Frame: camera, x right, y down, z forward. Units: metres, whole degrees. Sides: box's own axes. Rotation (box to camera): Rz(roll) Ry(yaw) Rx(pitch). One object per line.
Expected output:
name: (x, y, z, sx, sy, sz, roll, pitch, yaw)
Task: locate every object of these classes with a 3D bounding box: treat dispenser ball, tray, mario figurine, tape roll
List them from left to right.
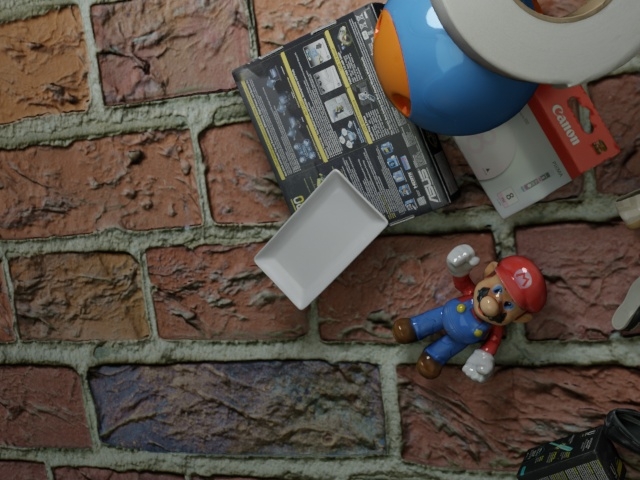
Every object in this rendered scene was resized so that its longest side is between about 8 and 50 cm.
tray: (0.000, 0.000, 1.752, 0.145, 0.030, 0.270, 46, 118, 4)
treat dispenser ball: (0.230, -0.317, 1.520, 0.288, 0.288, 0.288, 6, 106, 23)
mario figurine: (0.270, 0.138, 1.682, 0.198, 0.170, 0.320, 32, 128, -24)
tape roll: (0.341, -0.419, 1.332, 0.392, 0.072, 0.392, -2, 101, -9)

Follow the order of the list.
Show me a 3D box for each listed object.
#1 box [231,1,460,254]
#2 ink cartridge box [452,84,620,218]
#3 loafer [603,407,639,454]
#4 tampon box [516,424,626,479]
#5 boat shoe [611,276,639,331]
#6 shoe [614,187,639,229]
box: (0.047, -0.204, 1.740, 0.318, 0.097, 0.394, -21, 95, 25)
ink cartridge box: (0.377, -0.173, 1.625, 0.232, 0.066, 0.189, -31, 89, 31)
loafer: (0.616, 0.364, 1.633, 0.223, 0.076, 0.078, 23, 152, 19)
tampon box: (0.467, 0.432, 1.701, 0.161, 0.120, 0.101, -27, 91, 27)
boat shoe: (0.566, 0.109, 1.621, 0.125, 0.038, 0.046, -62, 34, 18)
shoe: (0.596, -0.092, 1.534, 0.219, 0.076, 0.058, -33, 93, 29)
